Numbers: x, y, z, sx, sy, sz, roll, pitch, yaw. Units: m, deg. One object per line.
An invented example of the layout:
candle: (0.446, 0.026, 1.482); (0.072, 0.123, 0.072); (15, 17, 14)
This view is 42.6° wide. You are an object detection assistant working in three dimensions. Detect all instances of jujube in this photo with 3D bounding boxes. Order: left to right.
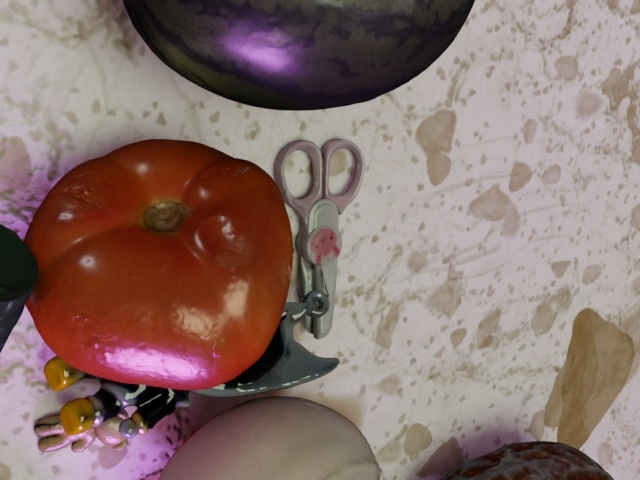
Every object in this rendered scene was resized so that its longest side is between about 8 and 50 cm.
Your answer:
jujube: (0.277, 0.413, 1.182); (0.308, 0.215, 0.246); (-1, 134, -35)

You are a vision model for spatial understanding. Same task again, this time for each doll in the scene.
doll: (-0.247, 0.198, 0.859); (0.093, 0.051, 0.061); (-16, 119, -28)
doll: (-0.124, 0.117, 0.876); (0.316, 0.145, 0.103); (-17, 144, -31)

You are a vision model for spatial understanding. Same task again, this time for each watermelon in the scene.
watermelon: (-0.003, -0.260, 0.750); (0.359, 0.279, 0.279); (-18, 114, -31)

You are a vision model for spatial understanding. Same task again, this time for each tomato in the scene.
tomato: (-0.147, 0.023, 0.768); (0.260, 0.260, 0.180); (-21, 144, -28)

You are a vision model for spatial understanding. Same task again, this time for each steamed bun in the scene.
steamed bun: (-0.075, 0.287, 0.911); (0.283, 0.177, 0.283); (-33, 148, -24)

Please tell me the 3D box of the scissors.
scissors: (0.000, 0.000, 0.980); (0.118, 0.030, 0.242); (-8, 104, -32)

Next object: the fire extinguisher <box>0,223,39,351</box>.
fire extinguisher: (-0.348, 0.127, 0.700); (0.095, 0.114, 0.311); (37, 116, 2)
